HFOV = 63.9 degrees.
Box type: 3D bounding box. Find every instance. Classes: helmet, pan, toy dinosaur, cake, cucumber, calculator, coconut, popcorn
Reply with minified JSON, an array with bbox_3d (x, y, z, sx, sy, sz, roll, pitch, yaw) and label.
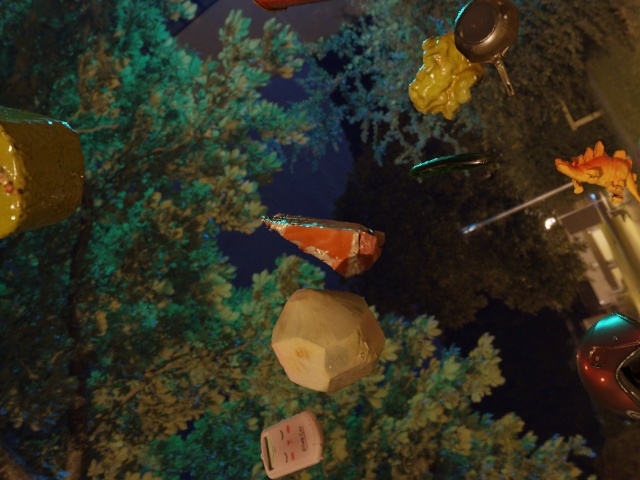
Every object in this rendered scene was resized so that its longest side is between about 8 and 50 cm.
[{"bbox_3d":[0.620,0.248,1.025,0.189,0.193,0.216,24,-128,-19],"label":"helmet"},{"bbox_3d":[0.340,-0.395,0.997,0.048,0.128,0.202,-6,-128,-50],"label":"pan"},{"bbox_3d":[0.592,-0.142,1.058,0.288,0.070,0.117,11,-111,-21],"label":"toy dinosaur"},{"bbox_3d":[-0.495,-0.106,0.754,0.156,0.261,0.179,-34,-44,-69],"label":"cake"},{"bbox_3d":[0.262,-0.154,1.035,0.033,0.184,0.036,-11,-87,-49],"label":"cucumber"},{"bbox_3d":[-0.059,0.404,1.014,0.032,0.175,0.100,21,-135,-44],"label":"calculator"},{"bbox_3d":[-0.001,0.003,1.180,0.287,0.135,0.098,17,-151,1],"label":"cake"},{"bbox_3d":[0.015,0.190,1.041,0.197,0.237,0.236,-45,-72,-35],"label":"coconut"},{"bbox_3d":[0.291,-0.375,1.164,0.156,0.197,0.197,20,-152,6],"label":"popcorn"}]

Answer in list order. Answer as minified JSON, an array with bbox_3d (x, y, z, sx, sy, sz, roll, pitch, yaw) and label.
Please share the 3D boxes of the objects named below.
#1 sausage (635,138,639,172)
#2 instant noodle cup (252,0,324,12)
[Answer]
[{"bbox_3d":[0.289,-0.060,0.389,0.062,0.062,0.154,60,-159,-7],"label":"sausage"},{"bbox_3d":[-0.039,-0.647,1.157,0.250,0.192,0.250,-33,-49,-48],"label":"instant noodle cup"}]
